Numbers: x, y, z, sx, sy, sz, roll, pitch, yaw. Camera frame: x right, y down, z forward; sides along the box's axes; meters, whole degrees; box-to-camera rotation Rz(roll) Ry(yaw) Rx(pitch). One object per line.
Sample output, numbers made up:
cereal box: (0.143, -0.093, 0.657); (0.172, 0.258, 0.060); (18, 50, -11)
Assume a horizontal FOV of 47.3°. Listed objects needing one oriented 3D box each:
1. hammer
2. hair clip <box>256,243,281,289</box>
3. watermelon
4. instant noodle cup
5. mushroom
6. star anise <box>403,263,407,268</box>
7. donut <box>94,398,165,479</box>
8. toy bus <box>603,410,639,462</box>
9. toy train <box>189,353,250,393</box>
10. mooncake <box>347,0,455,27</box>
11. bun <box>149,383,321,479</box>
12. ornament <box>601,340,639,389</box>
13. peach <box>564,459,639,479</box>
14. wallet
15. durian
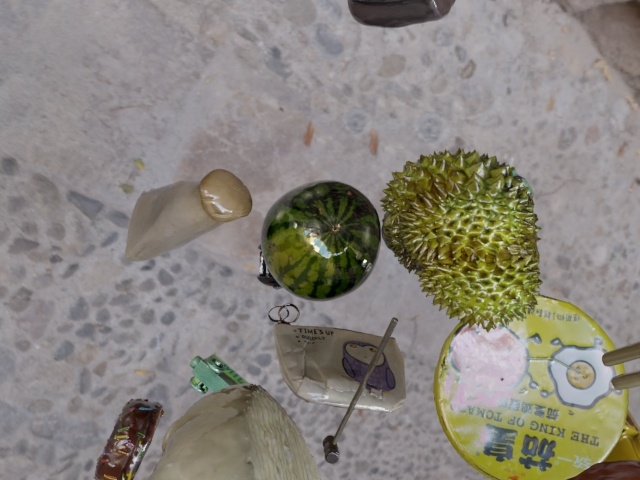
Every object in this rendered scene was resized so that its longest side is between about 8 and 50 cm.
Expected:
hammer: (0.074, 0.268, 1.319); (0.029, 0.058, 0.292); (22, 102, -13)
hair clip: (-0.069, 0.058, 2.167); (0.206, 0.310, 0.194); (2, 91, 4)
watermelon: (0.000, 0.000, 1.717); (0.285, 0.285, 0.285); (-13, 113, -34)
instant noodle cup: (0.354, 0.266, 1.331); (0.325, 0.326, 0.254); (-59, 173, -6)
mushroom: (-0.319, -0.065, 1.693); (0.137, 0.407, 0.154); (33, 54, -35)
star anise: (0.255, -0.042, 1.943); (0.089, 0.209, 0.231); (-13, 150, -32)
donut: (-0.447, 0.473, 1.682); (0.096, 0.216, 0.230); (27, 97, -6)
toy bus: (0.551, 0.336, 1.495); (0.123, 0.335, 0.121); (27, 119, -32)
toy train: (-0.240, 0.403, 1.987); (0.105, 0.253, 0.157); (-53, 168, 8)
mooncake: (0.108, -0.474, 1.098); (0.306, 0.154, 0.306); (-1, 90, -64)
bun: (-0.124, 0.386, 1.054); (0.211, 0.359, 0.359); (-24, 125, 9)
ornament: (0.519, 0.112, 0.915); (0.230, 0.245, 0.061); (-11, 76, -37)
peach: (0.348, 0.380, 0.750); (0.343, 0.343, 0.301); (11, 60, -39)
wallet: (0.046, 0.274, 1.652); (0.335, 0.275, 0.068); (11, 124, -15)
durian: (0.224, -0.012, 1.096); (0.225, 0.291, 0.291); (-39, 128, 4)
